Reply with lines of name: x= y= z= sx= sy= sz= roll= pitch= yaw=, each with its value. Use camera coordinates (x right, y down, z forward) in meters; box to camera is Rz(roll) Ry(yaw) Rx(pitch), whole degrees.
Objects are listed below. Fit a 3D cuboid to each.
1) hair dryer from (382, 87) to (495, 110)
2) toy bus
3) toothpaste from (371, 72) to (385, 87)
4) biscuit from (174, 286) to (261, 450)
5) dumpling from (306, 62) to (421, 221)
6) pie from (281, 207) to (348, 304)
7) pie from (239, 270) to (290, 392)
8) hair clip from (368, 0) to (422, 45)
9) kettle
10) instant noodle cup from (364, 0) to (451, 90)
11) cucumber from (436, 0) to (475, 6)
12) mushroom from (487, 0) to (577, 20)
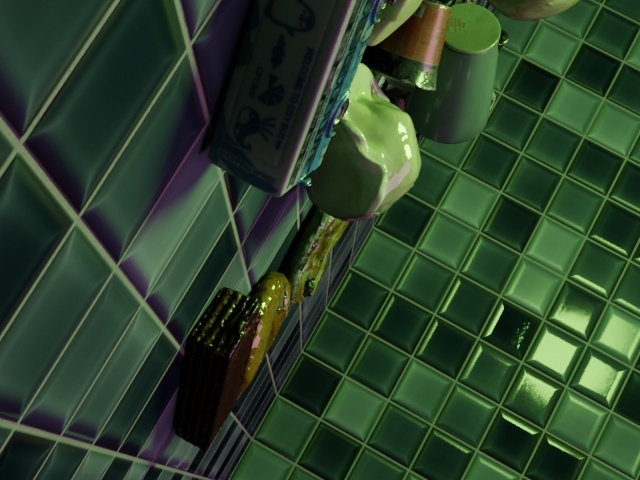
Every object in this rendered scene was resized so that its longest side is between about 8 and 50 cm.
hair dryer: x=0.206 y=-0.286 z=2.072 sx=0.344 sy=0.189 sz=0.107 roll=-28 pitch=152 yaw=-51
toy bus: x=-0.012 y=-0.189 z=0.981 sx=0.131 sy=0.106 sz=0.297 roll=-49 pitch=164 yaw=-55
toothpaste: x=0.081 y=-0.251 z=1.762 sx=0.204 sy=0.031 sz=0.049 roll=-62 pitch=172 yaw=20
biscuit: x=-0.167 y=0.210 z=1.613 sx=0.107 sy=0.073 sz=0.388 roll=-59 pitch=174 yaw=-33
dumpling: x=0.055 y=-0.155 z=1.596 sx=0.318 sy=0.187 sz=0.243 roll=-66 pitch=142 yaw=-67
pie: x=0.004 y=-0.007 z=2.050 sx=0.302 sy=0.067 sz=0.302 roll=-58 pitch=172 yaw=-13
pie: x=-0.119 y=0.173 z=1.855 sx=0.273 sy=0.069 sz=0.273 roll=-63 pitch=179 yaw=-2
hair clip: x=0.123 y=-0.371 z=1.457 sx=0.218 sy=0.071 sz=0.159 roll=-57 pitch=176 yaw=1
kettle: x=0.222 y=-0.315 z=1.868 sx=0.243 sy=0.210 sz=0.160 roll=93 pitch=5 yaw=-59
instant noodle cup: x=0.147 y=-0.323 z=1.638 sx=0.127 sy=0.127 sz=0.136 roll=-41 pitch=151 yaw=-72
cucumber: x=0.239 y=-0.455 z=1.897 sx=0.359 sy=0.096 sz=0.096 roll=-63 pitch=174 yaw=36
mushroom: x=0.408 y=-0.596 z=2.069 sx=0.290 sy=0.297 sz=0.298 roll=-4 pitch=133 yaw=-37
